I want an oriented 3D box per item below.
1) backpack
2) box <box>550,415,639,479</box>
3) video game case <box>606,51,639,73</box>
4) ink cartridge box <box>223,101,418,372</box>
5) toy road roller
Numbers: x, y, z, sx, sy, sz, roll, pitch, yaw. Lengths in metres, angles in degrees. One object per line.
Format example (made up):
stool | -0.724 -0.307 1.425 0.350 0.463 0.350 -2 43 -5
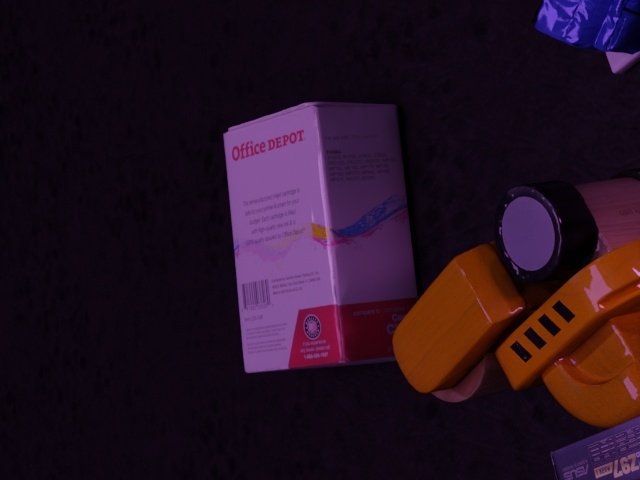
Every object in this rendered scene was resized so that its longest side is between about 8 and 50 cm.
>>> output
backpack | 0.282 -0.245 1.834 0.101 0.098 0.120 28 109 30
box | 0.351 0.180 1.719 0.232 0.183 0.059 -34 65 52
video game case | 0.314 -0.268 1.882 0.143 0.019 0.157 -40 60 51
ink cartridge box | 0.000 0.000 2.280 0.226 0.131 0.306 -10 83 57
toy road roller | 0.251 0.094 1.850 0.329 0.202 0.240 -50 59 44
